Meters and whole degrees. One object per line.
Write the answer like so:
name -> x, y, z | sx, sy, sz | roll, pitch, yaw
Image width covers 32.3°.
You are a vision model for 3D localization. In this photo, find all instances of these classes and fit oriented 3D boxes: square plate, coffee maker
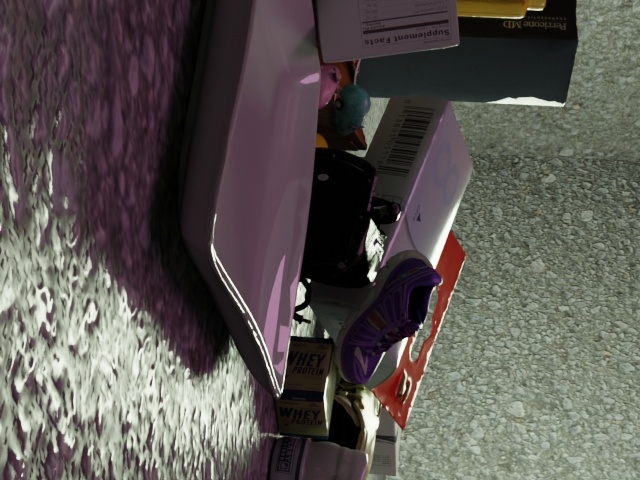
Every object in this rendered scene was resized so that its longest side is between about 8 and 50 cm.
square plate -> -0.051, -0.083, 0.899 | 0.344, 0.049, 0.347 | 75, 19, -65
coffee maker -> 0.000, 0.000, 1.164 | 0.171, 0.120, 0.178 | -53, 168, -3

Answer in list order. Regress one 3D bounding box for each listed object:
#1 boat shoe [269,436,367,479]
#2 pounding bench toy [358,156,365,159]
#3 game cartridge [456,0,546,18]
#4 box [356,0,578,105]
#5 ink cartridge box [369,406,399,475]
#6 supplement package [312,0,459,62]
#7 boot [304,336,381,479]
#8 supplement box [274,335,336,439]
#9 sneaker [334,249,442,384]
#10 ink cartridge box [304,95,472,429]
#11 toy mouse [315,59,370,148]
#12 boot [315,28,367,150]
boat shoe -> 0.031, 0.377, 1.296 | 0.135, 0.157, 0.367 | -75, 165, -57
pounding bench toy -> 0.074, -0.110, 1.781 | 0.083, 0.065, 0.052 | -58, 149, -75
game cartridge -> 0.164, -0.443, 1.492 | 0.052, 0.286, 0.323 | 80, 16, -66
box -> 0.220, -0.390, 1.725 | 0.179, 0.343, 0.312 | 80, 15, -62
ink cartridge box -> 0.090, 0.268, 1.924 | 0.172, 0.100, 0.237 | -78, 168, -49
supplement package -> 0.050, -0.309, 1.066 | 0.139, 0.134, 0.244 | -98, -179, -70
boot -> 0.034, 0.211, 1.522 | 0.203, 0.095, 0.261 | 57, 40, -75
supplement box -> -0.016, 0.164, 1.239 | 0.083, 0.056, 0.083 | 85, 11, -47
sneaker -> 0.075, 0.093, 1.215 | 0.068, 0.071, 0.169 | 6, 118, -47
ink cartridge box -> 0.133, 0.047, 1.461 | 0.385, 0.091, 0.308 | 57, 49, -50
toy mouse -> 0.016, -0.145, 1.184 | 0.143, 0.031, 0.161 | -53, 146, -4
boot -> 0.023, -0.190, 1.317 | 0.197, 0.073, 0.152 | 45, 50, -79
